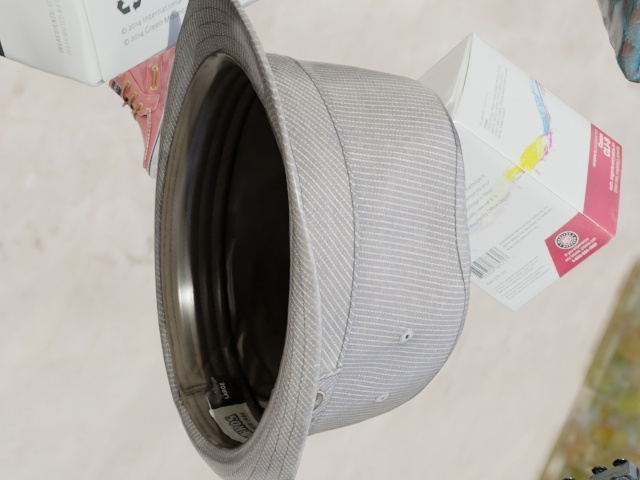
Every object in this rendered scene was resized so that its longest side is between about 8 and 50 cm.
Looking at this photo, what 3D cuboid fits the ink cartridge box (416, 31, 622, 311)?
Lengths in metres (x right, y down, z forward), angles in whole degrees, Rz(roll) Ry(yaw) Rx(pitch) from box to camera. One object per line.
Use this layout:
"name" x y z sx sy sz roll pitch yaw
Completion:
"ink cartridge box" 0.143 -0.057 1.484 0.128 0.176 0.127 -40 -156 38

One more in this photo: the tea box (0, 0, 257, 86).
"tea box" -0.134 -0.282 1.073 0.329 0.323 0.220 -33 128 -34

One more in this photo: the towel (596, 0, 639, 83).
"towel" 0.148 -0.273 0.764 0.370 0.040 0.271 -93 -168 -52

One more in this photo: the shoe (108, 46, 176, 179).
"shoe" -0.181 -0.142 1.828 0.063 0.081 0.178 103 -4 -58

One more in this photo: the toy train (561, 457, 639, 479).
"toy train" 0.206 0.221 1.505 0.036 0.158 0.027 37 43 -32

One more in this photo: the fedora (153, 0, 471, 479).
"fedora" 0.000 0.000 0.922 0.124 0.243 0.275 -5 127 -21
